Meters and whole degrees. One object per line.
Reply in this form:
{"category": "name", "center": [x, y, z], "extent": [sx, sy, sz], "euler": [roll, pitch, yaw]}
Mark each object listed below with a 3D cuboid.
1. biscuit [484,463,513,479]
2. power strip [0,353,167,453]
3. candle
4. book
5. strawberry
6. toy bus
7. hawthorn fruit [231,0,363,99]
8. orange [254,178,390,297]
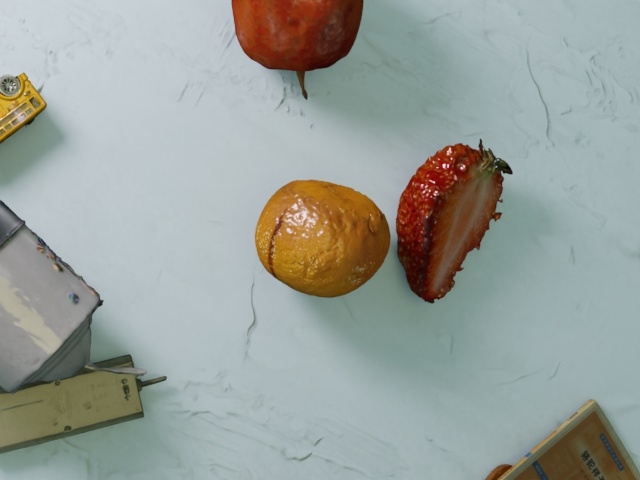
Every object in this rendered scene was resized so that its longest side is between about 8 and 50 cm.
{"category": "biscuit", "center": [0.300, 0.399, 1.920], "extent": [0.130, 0.019, 0.102], "euler": [12, 83, -17]}
{"category": "power strip", "center": [-0.344, 0.224, 1.733], "extent": [0.268, 0.034, 0.092], "euler": [-13, 93, -15]}
{"category": "candle", "center": [-0.386, 0.103, 1.647], "extent": [0.330, 0.187, 0.187], "euler": [45, 79, -11]}
{"category": "book", "center": [0.383, 0.385, 1.928], "extent": [0.242, 0.018, 0.170], "euler": [-36, 99, -21]}
{"category": "strawberry", "center": [0.174, -0.044, 1.854], "extent": [0.236, 0.107, 0.175], "euler": [-50, 138, -10]}
{"category": "toy bus", "center": [-0.454, -0.159, 1.688], "extent": [0.162, 0.069, 0.074], "euler": [-40, 102, -13]}
{"category": "hawthorn fruit", "center": [-0.034, -0.309, 1.759], "extent": [0.207, 0.207, 0.243], "euler": [-10, 120, -16]}
{"category": "orange", "center": [0.000, 0.000, 1.756], "extent": [0.193, 0.193, 0.161], "euler": [15, 100, -15]}
